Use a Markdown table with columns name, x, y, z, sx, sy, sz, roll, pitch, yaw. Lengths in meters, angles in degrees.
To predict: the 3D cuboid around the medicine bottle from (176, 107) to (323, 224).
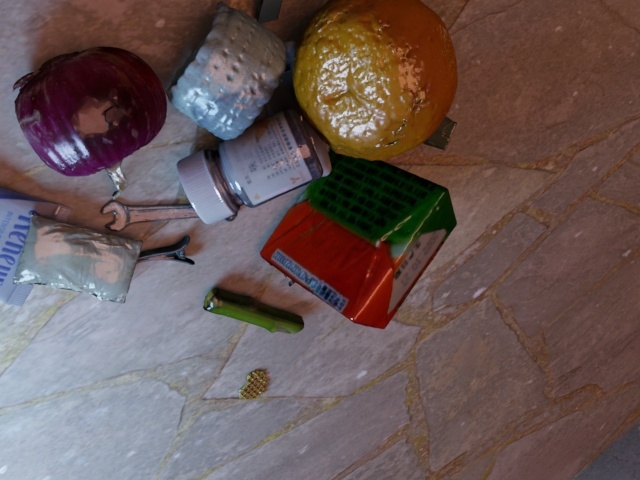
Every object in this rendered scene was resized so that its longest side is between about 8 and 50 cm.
| name | x | y | z | sx | sy | sz | roll | pitch | yaw |
| --- | --- | --- | --- | --- | --- | --- | --- | --- | --- |
| medicine bottle | -0.145 | -0.154 | 1.293 | 0.274 | 0.165 | 0.165 | -24 | 121 | 1 |

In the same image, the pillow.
| name | x | y | z | sx | sy | sz | roll | pitch | yaw |
| --- | --- | --- | --- | --- | --- | --- | --- | --- | --- |
| pillow | -0.489 | 0.042 | 1.254 | 0.230 | 0.050 | 0.148 | 17 | 94 | -35 |

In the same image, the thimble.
| name | x | y | z | sx | sy | sz | roll | pitch | yaw |
| --- | --- | --- | --- | --- | --- | --- | --- | --- | --- |
| thimble | -0.182 | -0.335 | 1.210 | 0.172 | 0.205 | 0.250 | 34 | 72 | -24 |

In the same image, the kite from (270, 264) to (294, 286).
| name | x | y | z | sx | sy | sz | roll | pitch | yaw |
| --- | --- | --- | --- | --- | --- | --- | --- | --- | --- |
| kite | 0.000 | 0.000 | 1.568 | 0.285 | 0.015 | 0.152 | -40 | 120 | -13 |

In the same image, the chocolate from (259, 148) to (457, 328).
| name | x | y | z | sx | sy | sz | roll | pitch | yaw |
| --- | --- | --- | --- | --- | --- | --- | --- | --- | --- |
| chocolate | 0.088 | -0.010 | 1.410 | 0.341 | 0.360 | 0.161 | -55 | 136 | -4 |

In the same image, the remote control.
| name | x | y | z | sx | sy | sz | roll | pitch | yaw |
| --- | --- | --- | --- | --- | --- | --- | --- | --- | --- |
| remote control | -0.066 | -0.274 | 1.371 | 0.110 | 0.055 | 0.312 | -11 | 118 | 12 |

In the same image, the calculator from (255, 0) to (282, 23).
| name | x | y | z | sx | sy | sz | roll | pitch | yaw |
| --- | --- | --- | --- | --- | --- | --- | --- | --- | --- |
| calculator | -0.096 | -0.500 | 1.242 | 0.057 | 0.172 | 0.018 | -19 | 76 | -20 |

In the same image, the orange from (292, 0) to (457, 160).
| name | x | y | z | sx | sy | sz | roll | pitch | yaw |
| --- | --- | --- | --- | --- | --- | --- | --- | --- | --- |
| orange | 0.114 | -0.339 | 1.253 | 0.293 | 0.341 | 0.340 | -40 | 130 | -49 |

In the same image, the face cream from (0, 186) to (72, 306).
| name | x | y | z | sx | sy | sz | roll | pitch | yaw |
| --- | --- | --- | --- | --- | --- | --- | --- | --- | --- |
| face cream | -0.698 | -0.027 | 1.122 | 0.420 | 0.137 | 0.234 | 25 | 94 | -46 |

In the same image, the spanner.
| name | x | y | z | sx | sy | sz | roll | pitch | yaw |
| --- | --- | --- | --- | --- | --- | --- | --- | --- | --- |
| spanner | -0.325 | -0.064 | 1.356 | 0.302 | 0.017 | 0.071 | -7 | 108 | -26 |

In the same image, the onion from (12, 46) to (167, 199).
| name | x | y | z | sx | sy | sz | roll | pitch | yaw |
| --- | --- | --- | --- | --- | --- | --- | --- | --- | --- |
| onion | -0.404 | -0.232 | 1.122 | 0.272 | 0.230 | 0.256 | 38 | 88 | -27 |

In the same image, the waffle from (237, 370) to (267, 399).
| name | x | y | z | sx | sy | sz | roll | pitch | yaw |
| --- | --- | --- | --- | --- | --- | --- | --- | --- | --- |
| waffle | -0.175 | 0.380 | 1.615 | 0.078 | 0.016 | 0.085 | 10 | 104 | -36 |

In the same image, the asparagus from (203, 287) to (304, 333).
| name | x | y | z | sx | sy | sz | roll | pitch | yaw |
| --- | --- | --- | --- | --- | --- | --- | --- | --- | --- |
| asparagus | -0.161 | 0.179 | 1.520 | 0.278 | 0.060 | 0.067 | 26 | 76 | -34 |

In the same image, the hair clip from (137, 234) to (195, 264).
| name | x | y | z | sx | sy | sz | roll | pitch | yaw |
| --- | --- | --- | --- | --- | --- | --- | --- | --- | --- |
| hair clip | -0.395 | 0.046 | 1.354 | 0.230 | 0.039 | 0.070 | -14 | 115 | -19 |

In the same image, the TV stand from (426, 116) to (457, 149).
| name | x | y | z | sx | sy | sz | roll | pitch | yaw |
| --- | --- | --- | --- | --- | --- | --- | --- | --- | --- |
| TV stand | 0.204 | -0.311 | 1.513 | 0.270 | 0.088 | 0.082 | 19 | 97 | -33 |
